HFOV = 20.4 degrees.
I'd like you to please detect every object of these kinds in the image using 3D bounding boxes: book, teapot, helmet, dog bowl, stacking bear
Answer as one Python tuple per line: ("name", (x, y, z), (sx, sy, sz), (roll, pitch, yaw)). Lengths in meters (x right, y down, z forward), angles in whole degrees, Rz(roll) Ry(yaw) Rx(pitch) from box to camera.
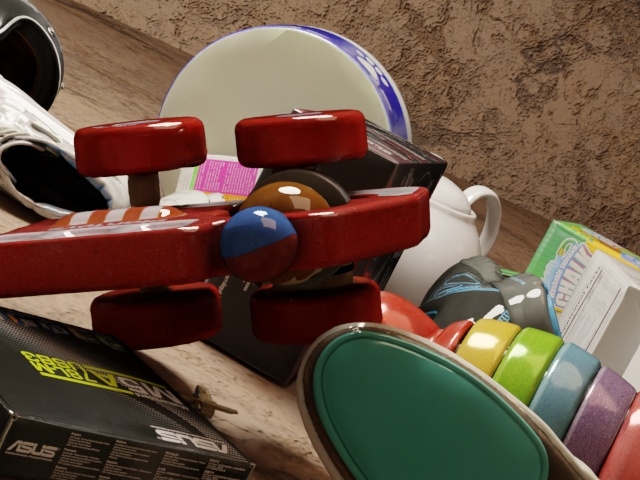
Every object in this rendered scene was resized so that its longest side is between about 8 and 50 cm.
("book", (-0.085, -0.038, 1.816), (0.144, 0.096, 0.035), (9, -4, 34))
("teapot", (0.097, -0.017, 2.102), (0.253, 0.187, 0.256), (27, 8, -5))
("helmet", (-0.350, -0.186, 1.814), (0.169, 0.169, 0.161), (32, 26, 28))
("dog bowl", (-0.040, -0.100, 1.907), (0.265, 0.265, 0.104), (29, 11, 9))
("stacking bear", (0.128, 0.138, 1.448), (0.289, 0.164, 0.175), (25, 8, 11))

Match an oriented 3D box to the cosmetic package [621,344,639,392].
("cosmetic package", (0.365, 0.227, 1.487), (0.155, 0.197, 0.365), (24, 8, -20))

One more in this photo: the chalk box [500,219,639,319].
("chalk box", (0.339, 0.086, 2.254), (0.289, 0.179, 0.180), (30, 9, 15))

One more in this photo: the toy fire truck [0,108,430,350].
("toy fire truck", (-0.080, 0.001, 1.261), (0.302, 0.169, 0.254), (-3, 8, 11))

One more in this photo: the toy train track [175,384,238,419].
("toy train track", (-0.087, 0.122, 1.322), (0.048, 0.014, 0.083), (19, 4, -9))

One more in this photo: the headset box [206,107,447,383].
("headset box", (0.000, 0.000, 1.610), (0.110, 0.218, 0.293), (28, 9, 10))

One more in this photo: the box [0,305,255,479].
("box", (-0.164, 0.099, 1.122), (0.191, 0.045, 0.184), (19, 10, -41))

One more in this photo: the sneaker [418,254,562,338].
("sneaker", (0.131, 0.086, 1.800), (0.140, 0.125, 0.341), (-13, -2, -9))

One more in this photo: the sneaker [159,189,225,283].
("sneaker", (-0.145, -0.007, 1.671), (0.095, 0.090, 0.235), (16, 10, -12))

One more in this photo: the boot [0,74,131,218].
("boot", (-0.290, -0.094, 1.665), (0.258, 0.095, 0.123), (29, 2, -1))

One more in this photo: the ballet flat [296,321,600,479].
("ballet flat", (0.150, 0.204, 1.275), (0.400, 0.139, 0.139), (33, 9, 4))

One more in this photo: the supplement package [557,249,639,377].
("supplement package", (0.347, 0.167, 1.741), (0.262, 0.204, 0.145), (26, 10, -10))
